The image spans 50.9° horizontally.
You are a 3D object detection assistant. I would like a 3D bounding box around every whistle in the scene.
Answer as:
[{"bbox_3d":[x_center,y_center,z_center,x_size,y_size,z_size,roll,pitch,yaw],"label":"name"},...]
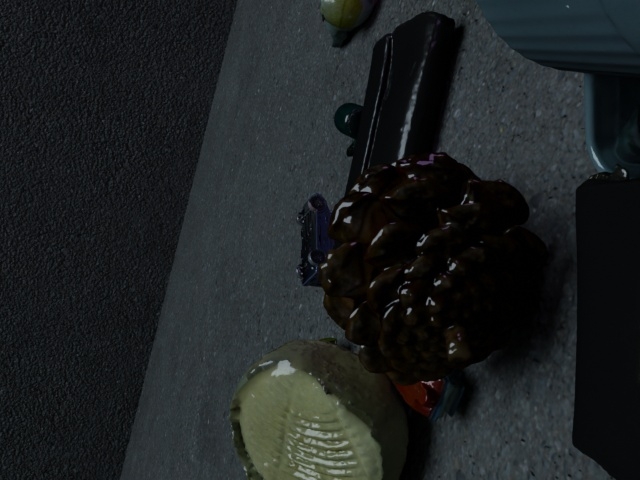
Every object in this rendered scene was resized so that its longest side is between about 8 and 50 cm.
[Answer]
[{"bbox_3d":[0.055,-0.472,1.386,0.223,0.123,0.122,100,177,-72],"label":"whistle"}]

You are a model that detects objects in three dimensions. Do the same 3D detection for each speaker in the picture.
[{"bbox_3d":[0.066,-0.204,1.238,0.075,0.060,0.094,-133,24,-65],"label":"speaker"}]

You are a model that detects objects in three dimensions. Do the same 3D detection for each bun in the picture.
[{"bbox_3d":[0.005,0.250,0.907,0.260,0.152,0.259,11,112,30],"label":"bun"}]

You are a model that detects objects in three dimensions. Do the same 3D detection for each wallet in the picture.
[{"bbox_3d":[0.104,-0.140,1.072,0.228,0.062,0.405,-177,100,-69],"label":"wallet"},{"bbox_3d":[0.241,0.064,0.524,0.149,0.044,0.250,-151,63,-83],"label":"wallet"}]

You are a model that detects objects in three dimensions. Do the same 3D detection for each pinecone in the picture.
[{"bbox_3d":[0.113,0.015,0.734,0.309,0.244,0.244,-97,28,-66],"label":"pinecone"}]

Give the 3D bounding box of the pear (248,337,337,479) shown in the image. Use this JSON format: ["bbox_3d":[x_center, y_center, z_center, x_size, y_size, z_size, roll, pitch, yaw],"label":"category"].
[{"bbox_3d":[-0.073,0.312,1.109,0.239,0.139,0.287,139,134,-63],"label":"pear"}]

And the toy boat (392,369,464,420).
[{"bbox_3d":[0.127,0.162,0.832,0.173,0.059,0.069,-127,55,-72],"label":"toy boat"}]

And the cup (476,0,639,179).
[{"bbox_3d":[0.291,-0.209,0.467,0.257,0.331,0.311,-40,22,-2],"label":"cup"}]

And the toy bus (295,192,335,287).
[{"bbox_3d":[0.000,0.000,1.228,0.073,0.076,0.167,134,142,-54],"label":"toy bus"}]
